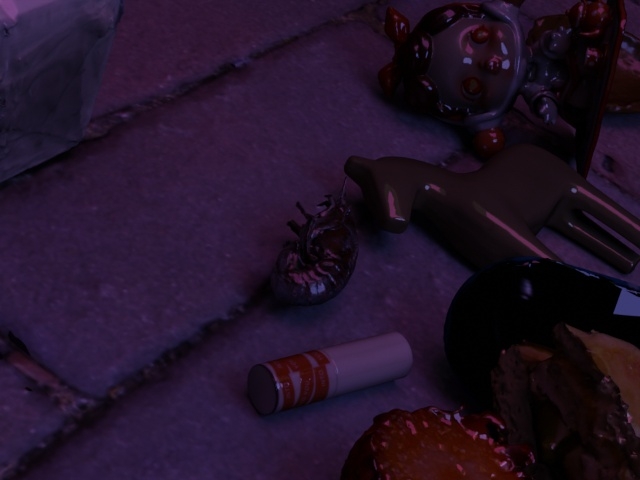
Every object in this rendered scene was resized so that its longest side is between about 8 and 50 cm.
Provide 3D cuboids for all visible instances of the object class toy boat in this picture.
[{"bbox_3d":[0.240,0.102,1.070,0.299,0.134,0.092,18,0,-5],"label":"toy boat"}]

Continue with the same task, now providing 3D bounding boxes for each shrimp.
[{"bbox_3d":[0.000,0.000,1.090,0.065,0.056,0.165,15,35,-2],"label":"shrimp"}]

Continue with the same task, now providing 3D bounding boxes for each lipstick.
[{"bbox_3d":[0.009,0.098,0.988,0.131,0.038,0.038,-10,48,-37],"label":"lipstick"}]

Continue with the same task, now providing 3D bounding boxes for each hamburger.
[{"bbox_3d":[0.216,0.179,0.934,0.131,0.124,0.262,11,48,-41],"label":"hamburger"}]

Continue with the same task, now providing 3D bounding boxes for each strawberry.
[{"bbox_3d":[0.078,0.178,0.886,0.145,0.086,0.145,14,30,-9],"label":"strawberry"}]

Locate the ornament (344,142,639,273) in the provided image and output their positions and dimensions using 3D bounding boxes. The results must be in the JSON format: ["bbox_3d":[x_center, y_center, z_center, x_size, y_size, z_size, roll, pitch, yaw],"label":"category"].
[{"bbox_3d":[0.158,-0.025,1.198,0.245,0.061,0.230,38,39,16],"label":"ornament"}]

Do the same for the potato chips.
[{"bbox_3d":[0.316,-0.192,1.498,0.202,0.049,0.150,-3,49,-34],"label":"potato chips"}]

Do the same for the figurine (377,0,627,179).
[{"bbox_3d":[0.170,-0.178,1.321,0.226,0.183,0.160,11,27,4],"label":"figurine"}]

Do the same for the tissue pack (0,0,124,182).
[{"bbox_3d":[-0.370,-0.197,1.016,0.356,0.194,0.266,37,38,16],"label":"tissue pack"}]
